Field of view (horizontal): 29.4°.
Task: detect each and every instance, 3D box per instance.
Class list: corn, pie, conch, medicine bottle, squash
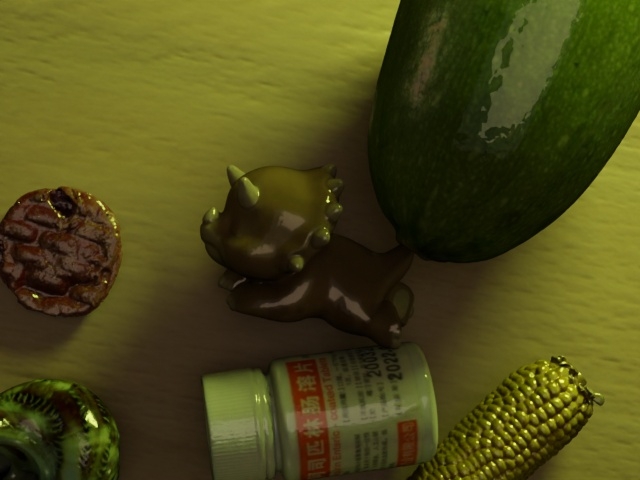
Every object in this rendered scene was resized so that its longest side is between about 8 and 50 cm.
[{"bbox_3d":[0.183,0.251,1.394,0.305,0.106,0.106,-40,91,-5],"label":"corn"},{"bbox_3d":[-0.296,0.012,1.386,0.154,0.038,0.153,0,89,-5],"label":"pie"},{"bbox_3d":[-0.307,0.240,1.324,0.181,0.124,0.187,28,78,-9],"label":"conch"},{"bbox_3d":[-0.004,0.194,1.355,0.252,0.144,0.144,-6,87,-4],"label":"medicine bottle"},{"bbox_3d":[0.190,-0.124,1.300,0.310,0.310,0.308,22,75,-5],"label":"squash"}]

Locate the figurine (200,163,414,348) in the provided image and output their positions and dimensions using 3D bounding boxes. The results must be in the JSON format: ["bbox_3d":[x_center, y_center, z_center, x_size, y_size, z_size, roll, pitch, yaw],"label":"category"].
[{"bbox_3d":[-0.004,0.000,1.351,0.247,0.177,0.173,16,103,6],"label":"figurine"}]
